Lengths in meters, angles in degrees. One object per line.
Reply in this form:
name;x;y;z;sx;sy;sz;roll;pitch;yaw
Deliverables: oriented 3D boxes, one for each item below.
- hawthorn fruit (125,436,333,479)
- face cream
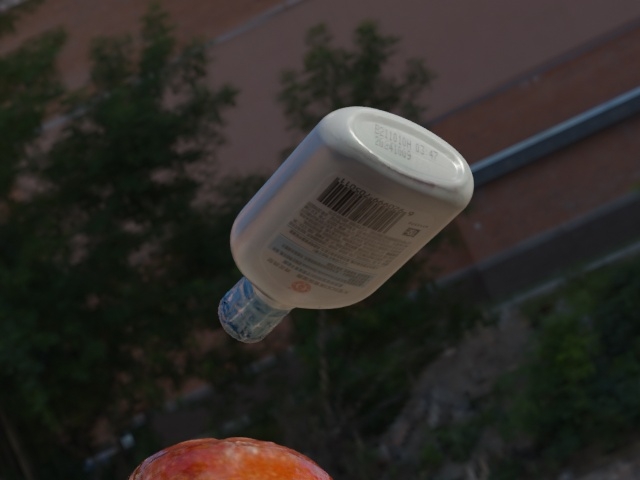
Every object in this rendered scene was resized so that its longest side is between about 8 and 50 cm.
hawthorn fruit;-0.051;0.283;1.438;0.271;0.242;0.242;-3;-11;-19
face cream;0.000;0.000;1.549;0.163;0.080;0.337;23;-39;-18
